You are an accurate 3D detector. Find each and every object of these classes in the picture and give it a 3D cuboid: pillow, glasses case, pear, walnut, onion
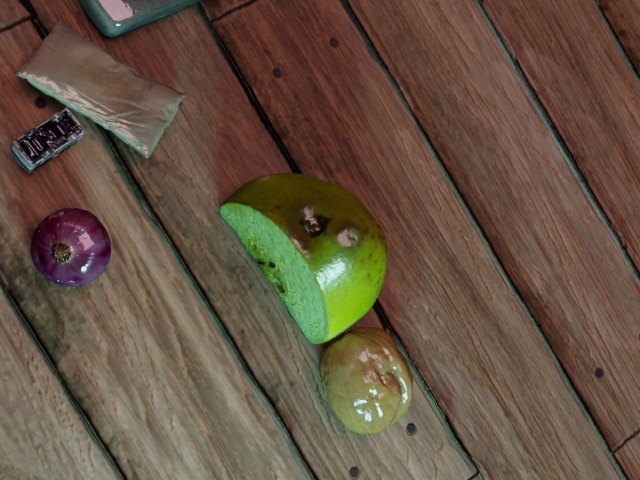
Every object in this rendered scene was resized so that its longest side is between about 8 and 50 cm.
[{"bbox_3d":[-0.326,-0.229,1.707,0.229,0.050,0.148,31,42,-12],"label":"pillow"},{"bbox_3d":[-0.231,-0.432,1.794,0.323,0.074,0.131,-30,91,-27],"label":"glasses case"},{"bbox_3d":[0.000,0.000,1.714,0.159,0.292,0.292,-35,95,-17],"label":"pear"},{"bbox_3d":[0.069,0.216,1.756,0.166,0.149,0.167,31,53,-52],"label":"walnut"},{"bbox_3d":[-0.357,0.009,1.633,0.115,0.104,0.115,2,109,6],"label":"onion"}]

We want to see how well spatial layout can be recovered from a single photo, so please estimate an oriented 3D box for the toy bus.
[{"bbox_3d":[-0.401,-0.143,1.661,0.102,0.058,0.052,-40,92,-31],"label":"toy bus"}]
